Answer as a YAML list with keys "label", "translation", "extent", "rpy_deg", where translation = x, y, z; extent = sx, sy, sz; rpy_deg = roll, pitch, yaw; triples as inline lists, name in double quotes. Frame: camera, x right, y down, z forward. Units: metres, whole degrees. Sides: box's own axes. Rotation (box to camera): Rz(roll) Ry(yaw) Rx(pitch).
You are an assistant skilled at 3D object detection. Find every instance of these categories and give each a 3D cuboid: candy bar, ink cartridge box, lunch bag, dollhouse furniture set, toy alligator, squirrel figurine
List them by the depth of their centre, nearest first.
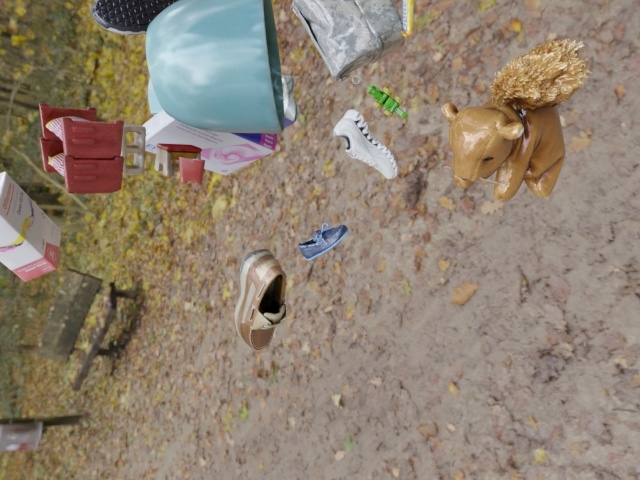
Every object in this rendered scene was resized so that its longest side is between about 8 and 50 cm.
- label: "ink cartridge box"
  translation: [-0.552, -0.035, 0.815]
  extent: [0.067, 0.198, 0.115]
  rpy_deg: [-23, 48, -3]
- label: "candy bar"
  translation: [0.174, -0.490, 0.917]
  extent: [0.040, 0.018, 0.162]
  rpy_deg: [-107, 11, -60]
- label: "dollhouse furniture set"
  translation: [-0.425, -0.215, 1.077]
  extent: [0.201, 0.373, 0.152]
  rpy_deg: [27, 115, 41]
- label: "squirrel figurine"
  translation: [0.445, -0.297, 1.116]
  extent: [0.281, 0.370, 0.397]
  rpy_deg: [36, 115, 33]
- label: "toy alligator"
  translation: [0.168, -0.404, 1.292]
  extent: [0.056, 0.189, 0.051]
  rpy_deg: [-52, 12, 24]
- label: "ink cartridge box"
  translation: [-0.299, -0.303, 1.329]
  extent: [0.329, 0.324, 0.072]
  rpy_deg: [-17, 70, 39]
- label: "lunch bag"
  translation: [0.082, -0.688, 1.449]
  extent: [0.305, 0.255, 0.212]
  rpy_deg: [60, 180, -7]

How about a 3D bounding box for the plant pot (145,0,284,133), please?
- label: "plant pot"
  translation: [-0.207, -0.354, 0.939]
  extent: [0.293, 0.234, 0.294]
  rpy_deg: [-6, -90, -89]

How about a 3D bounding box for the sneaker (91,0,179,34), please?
- label: "sneaker"
  translation: [-0.397, -0.485, 1.034]
  extent: [0.097, 0.234, 0.084]
  rpy_deg: [-17, 97, 46]

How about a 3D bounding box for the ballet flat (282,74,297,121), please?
- label: "ballet flat"
  translation: [-0.123, -0.497, 1.619]
  extent: [0.072, 0.068, 0.213]
  rpy_deg: [124, 146, -53]

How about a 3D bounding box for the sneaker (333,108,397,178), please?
- label: "sneaker"
  translation: [0.160, -0.322, 1.654]
  extent: [0.118, 0.292, 0.110]
  rpy_deg: [-46, 15, -13]

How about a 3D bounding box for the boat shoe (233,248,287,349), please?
- label: "boat shoe"
  translation: [-0.152, 0.180, 1.231]
  extent: [0.119, 0.122, 0.324]
  rpy_deg: [36, 136, 35]

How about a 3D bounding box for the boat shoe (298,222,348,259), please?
- label: "boat shoe"
  translation: [0.000, 0.000, 1.873]
  extent: [0.258, 0.089, 0.109]
  rpy_deg: [-34, 12, 34]

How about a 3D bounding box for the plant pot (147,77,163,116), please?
- label: "plant pot"
  translation: [-0.497, -0.549, 1.730]
  extent: [0.247, 0.247, 0.253]
  rpy_deg: [12, 79, 46]
